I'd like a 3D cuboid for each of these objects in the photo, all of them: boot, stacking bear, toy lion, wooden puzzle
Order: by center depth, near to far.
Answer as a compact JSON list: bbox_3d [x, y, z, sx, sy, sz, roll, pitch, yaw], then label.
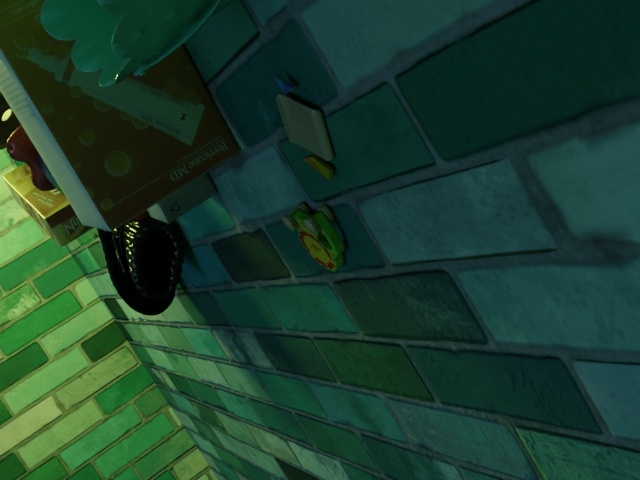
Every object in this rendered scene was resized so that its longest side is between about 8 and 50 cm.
[{"bbox_3d":[-0.016,-0.126,0.991,0.078,0.014,0.116,34,151,37],"label":"wooden puzzle"},{"bbox_3d":[0.000,0.000,1.128,0.096,0.034,0.100,55,161,-19],"label":"toy lion"},{"bbox_3d":[-0.433,-0.130,1.728,0.289,0.164,0.175,32,161,26],"label":"stacking bear"},{"bbox_3d":[-0.358,0.064,1.888,0.260,0.131,0.348,33,149,47],"label":"boot"}]

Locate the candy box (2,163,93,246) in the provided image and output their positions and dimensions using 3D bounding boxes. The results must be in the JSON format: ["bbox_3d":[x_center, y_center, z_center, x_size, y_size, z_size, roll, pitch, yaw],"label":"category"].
[{"bbox_3d":[-0.594,-0.116,2.070,0.316,0.183,0.088,32,150,48],"label":"candy box"}]

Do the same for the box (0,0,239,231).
[{"bbox_3d":[-0.302,-0.215,1.207,0.168,0.215,0.345,9,131,63],"label":"box"}]

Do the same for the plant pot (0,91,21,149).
[{"bbox_3d":[-0.859,-0.367,2.181,0.280,0.323,0.323,33,154,13],"label":"plant pot"}]

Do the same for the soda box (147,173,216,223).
[{"bbox_3d":[-0.275,-0.174,1.382,0.091,0.098,0.286,15,136,59],"label":"soda box"}]

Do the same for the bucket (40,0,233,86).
[{"bbox_3d":[-0.198,-0.313,0.870,0.281,0.183,0.281,46,158,24],"label":"bucket"}]
